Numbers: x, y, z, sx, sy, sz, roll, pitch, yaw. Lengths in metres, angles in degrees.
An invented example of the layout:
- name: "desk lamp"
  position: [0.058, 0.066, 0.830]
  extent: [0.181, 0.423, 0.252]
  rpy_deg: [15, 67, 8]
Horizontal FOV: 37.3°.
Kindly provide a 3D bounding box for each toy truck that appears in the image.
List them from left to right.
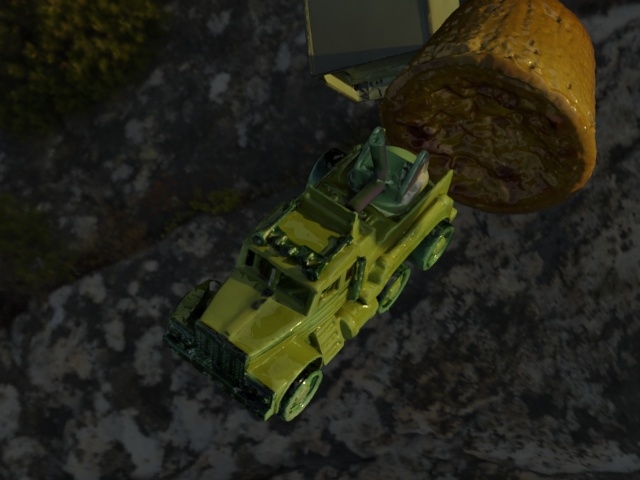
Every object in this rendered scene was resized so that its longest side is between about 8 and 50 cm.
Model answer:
- name: "toy truck"
  position: [-0.002, 0.004, 0.724]
  extent: [0.128, 0.135, 0.259]
  rpy_deg: [34, 60, 18]

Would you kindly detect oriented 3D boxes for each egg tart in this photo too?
- name: "egg tart"
  position: [0.172, -0.135, 0.897]
  extent: [0.202, 0.202, 0.147]
  rpy_deg: [7, 50, 26]

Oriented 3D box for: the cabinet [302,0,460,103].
- name: "cabinet"
  position: [0.071, -0.281, 1.074]
  extent: [0.145, 0.150, 0.206]
  rpy_deg: [-10, 81, 23]
